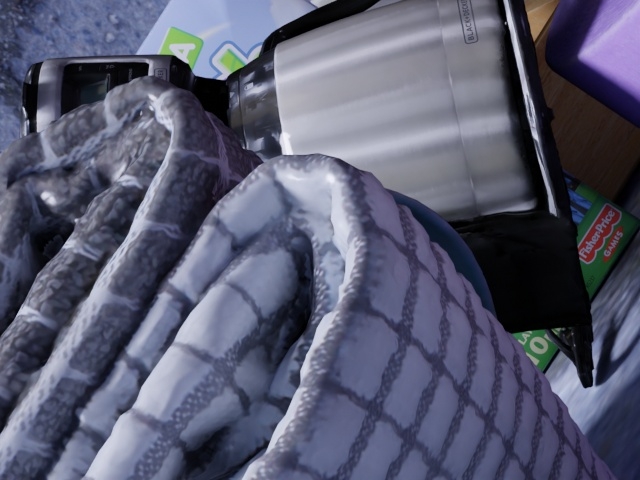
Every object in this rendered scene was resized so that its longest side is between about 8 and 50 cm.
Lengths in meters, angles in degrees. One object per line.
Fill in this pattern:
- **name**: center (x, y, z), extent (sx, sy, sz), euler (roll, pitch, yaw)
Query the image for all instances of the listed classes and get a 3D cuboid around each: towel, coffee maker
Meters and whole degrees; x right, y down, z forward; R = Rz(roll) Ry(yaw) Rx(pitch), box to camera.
- **towel**: center (-0.052, 0.130, 0.481), extent (0.284, 0.121, 0.235), euler (-57, -31, -11)
- **coffee maker**: center (-0.001, 0.000, 0.700), extent (0.178, 0.171, 0.120), euler (-12, 21, 7)

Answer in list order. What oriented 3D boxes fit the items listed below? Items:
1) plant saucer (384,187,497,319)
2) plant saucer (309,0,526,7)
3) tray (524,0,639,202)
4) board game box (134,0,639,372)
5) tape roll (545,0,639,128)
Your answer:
- **plant saucer**: center (-0.062, 0.119, 0.605), extent (0.317, 0.043, 0.318), euler (-32, -42, -35)
- **plant saucer**: center (0.115, -0.197, 1.167), extent (0.400, 0.100, 0.400), euler (-48, 3, 3)
- **tray**: center (0.024, 0.072, 0.956), extent (0.411, 0.076, 0.203), euler (-57, 5, -3)
- **board game box**: center (0.000, 0.000, 0.825), extent (0.160, 0.211, 0.039), euler (-57, 5, 2)
- **tape roll**: center (0.187, -0.148, 0.660), extent (0.275, 0.090, 0.275), euler (-56, 4, 7)
